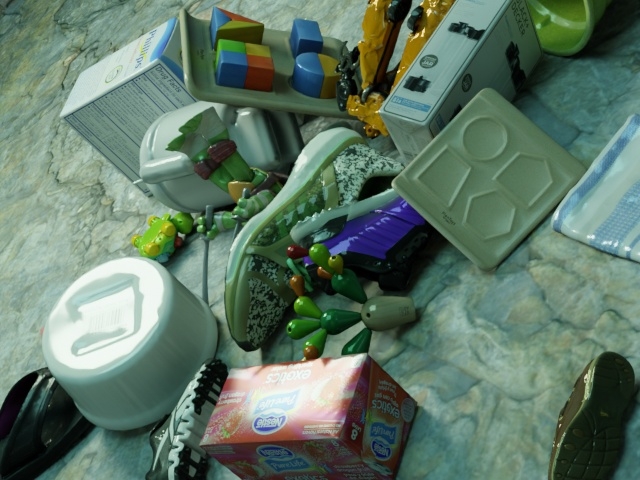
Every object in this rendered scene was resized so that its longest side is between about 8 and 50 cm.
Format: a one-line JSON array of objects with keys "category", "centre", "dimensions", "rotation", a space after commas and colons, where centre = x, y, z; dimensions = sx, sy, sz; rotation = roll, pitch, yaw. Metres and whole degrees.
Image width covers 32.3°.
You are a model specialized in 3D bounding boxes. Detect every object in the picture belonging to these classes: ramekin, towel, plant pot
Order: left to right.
[{"category": "ramekin", "centre": [-0.322, 0.158, 1.819], "dimensions": [0.277, 0.135, 0.277], "rotation": [-15, 48, 17]}, {"category": "plant pot", "centre": [0.407, -0.470, 1.714], "dimensions": [0.254, 0.276, 0.276], "rotation": [-38, 30, -13]}, {"category": "towel", "centre": [0.438, -0.061, 1.382], "dimensions": [0.209, 0.034, 0.285], "rotation": [-50, 32, -8]}]

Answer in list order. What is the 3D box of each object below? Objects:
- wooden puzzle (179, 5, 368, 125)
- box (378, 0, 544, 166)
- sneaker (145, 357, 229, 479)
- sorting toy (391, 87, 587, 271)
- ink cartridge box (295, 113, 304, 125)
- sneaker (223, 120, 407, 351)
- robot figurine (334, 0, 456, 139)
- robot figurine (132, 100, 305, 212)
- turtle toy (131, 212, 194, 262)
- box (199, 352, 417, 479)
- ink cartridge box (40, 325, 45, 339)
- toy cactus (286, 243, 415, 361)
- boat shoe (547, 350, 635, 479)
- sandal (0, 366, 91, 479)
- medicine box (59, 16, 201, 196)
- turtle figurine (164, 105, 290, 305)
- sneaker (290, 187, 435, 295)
[{"category": "wooden puzzle", "centre": [-0.079, -0.332, 2.004], "dimensions": [0.322, 0.348, 0.080], "rotation": [-104, 28, -55]}, {"category": "box", "centre": [0.222, -0.245, 1.695], "dimensions": [0.087, 0.169, 0.290], "rotation": [21, 67, 36]}, {"category": "sneaker", "centre": [-0.207, 0.280, 1.667], "dimensions": [0.106, 0.078, 0.234], "rotation": [-16, 43, 34]}, {"category": "sorting toy", "centre": [0.235, -0.086, 1.553], "dimensions": [0.208, 0.038, 0.193], "rotation": [-44, 72, -4]}, {"category": "ink cartridge box", "centre": [-0.091, -0.288, 2.142], "dimensions": [0.056, 0.135, 0.099], "rotation": [-26, 35, 28]}, {"category": "sneaker", "centre": [0.000, 0.000, 1.720], "dimensions": [0.182, 0.158, 0.410], "rotation": [20, 72, 37]}, {"category": "robot figurine", "centre": [0.133, -0.296, 1.811], "dimensions": [0.211, 0.291, 0.085], "rotation": [36, 37, 26]}, {"category": "robot figurine", "centre": [-0.196, -0.162, 2.051], "dimensions": [0.354, 0.199, 0.300], "rotation": [-12, 4, 41]}, {"category": "turtle toy", "centre": [-0.296, -0.008, 2.112], "dimensions": [0.130, 0.066, 0.095], "rotation": [-50, 32, -11]}, {"category": "box", "centre": [-0.018, 0.241, 1.455], "dimensions": [0.257, 0.122, 0.128], "rotation": [-11, 45, 41]}, {"category": "ink cartridge box", "centre": [-0.430, 0.148, 2.079], "dimensions": [0.198, 0.067, 0.115], "rotation": [-42, 31, 3]}, {"category": "toy cactus", "centre": [0.041, 0.103, 1.536], "dimensions": [0.181, 0.112, 0.218], "rotation": [-9, 77, -2]}, {"category": "boat shoe", "centre": [0.293, 0.207, 1.217], "dimensions": [0.178, 0.064, 0.060], "rotation": [-61, 5, -28]}, {"category": "sandal", "centre": [-0.522, 0.332, 1.929], "dimensions": [0.446, 0.107, 0.167], "rotation": [-45, 33, -3]}, {"category": "medicine box", "centre": [-0.327, -0.266, 2.260], "dimensions": [0.289, 0.263, 0.149], "rotation": [-23, 38, 30]}, {"category": "turtle figurine", "centre": [-0.167, -0.062, 1.819], "dimensions": [0.275, 0.266, 0.198], "rotation": [-37, -1, 3]}, {"category": "sneaker", "centre": [0.115, 0.000, 1.623], "dimensions": [0.293, 0.102, 0.146], "rotation": [-21, 71, 2]}]
